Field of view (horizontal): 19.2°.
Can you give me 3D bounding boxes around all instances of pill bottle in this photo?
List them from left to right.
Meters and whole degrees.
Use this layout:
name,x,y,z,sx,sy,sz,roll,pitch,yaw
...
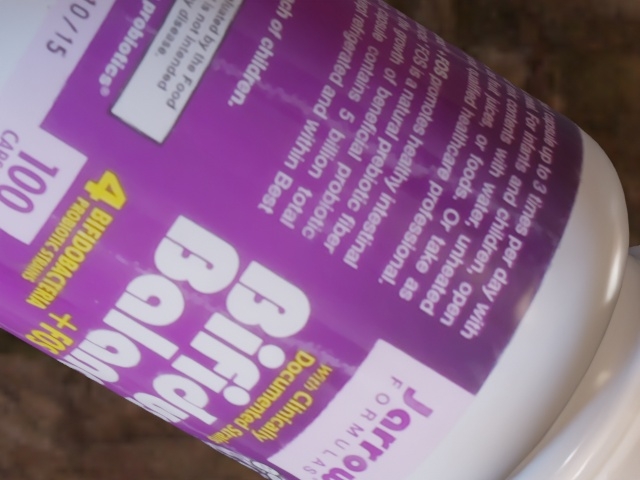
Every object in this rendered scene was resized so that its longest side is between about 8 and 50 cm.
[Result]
name,x,y,z,sx,sy,sz,roll,pitch,yaw
pill bottle,0.000,0.000,0.677,0.301,0.169,0.169,31,176,-11
